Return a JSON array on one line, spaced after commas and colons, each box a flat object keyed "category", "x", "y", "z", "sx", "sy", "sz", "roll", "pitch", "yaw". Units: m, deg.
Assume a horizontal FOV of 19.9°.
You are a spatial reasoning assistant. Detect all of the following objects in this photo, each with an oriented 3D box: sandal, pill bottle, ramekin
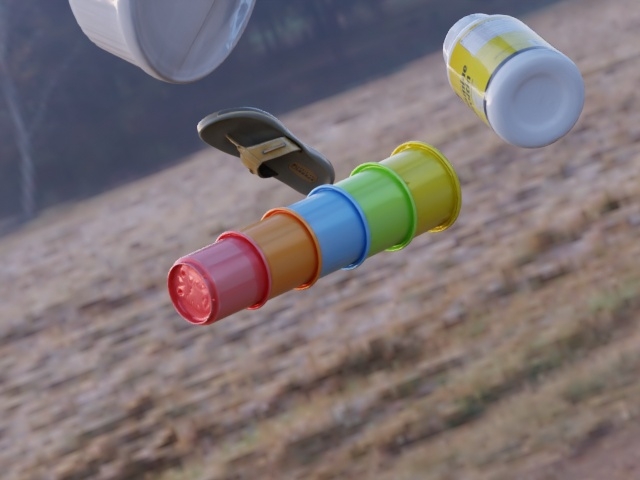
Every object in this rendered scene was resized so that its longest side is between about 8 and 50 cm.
[{"category": "sandal", "x": -0.056, "y": -0.093, "z": 2.043, "sx": 0.072, "sy": 0.180, "sz": 0.049, "roll": -39, "pitch": 34, "yaw": 31}, {"category": "pill bottle", "x": 0.188, "y": -0.169, "z": 1.841, "sx": 0.103, "sy": 0.103, "sz": 0.184, "roll": -21, "pitch": 27, "yaw": -7}, {"category": "ramekin", "x": -0.195, "y": -0.334, "z": 2.214, "sx": 0.127, "sy": 0.273, "sz": 0.273, "roll": 16, "pitch": 26, "yaw": 30}]

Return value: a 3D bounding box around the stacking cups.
[{"category": "stacking cups", "x": 0.000, "y": 0.000, "z": 1.670, "sx": 0.096, "sy": 0.096, "sz": 0.316, "roll": -14, "pitch": 10, "yaw": 47}]
